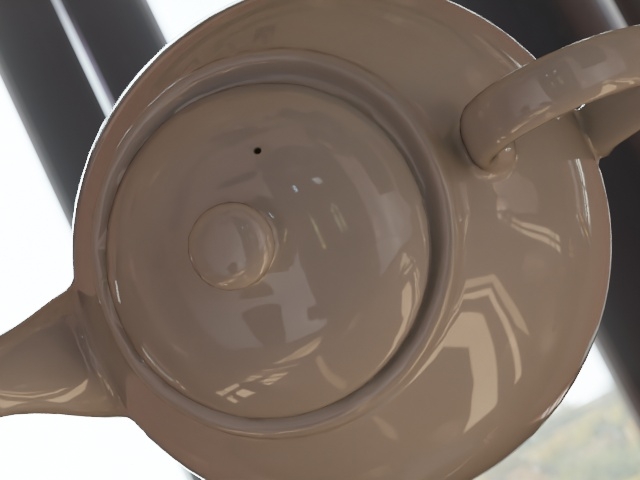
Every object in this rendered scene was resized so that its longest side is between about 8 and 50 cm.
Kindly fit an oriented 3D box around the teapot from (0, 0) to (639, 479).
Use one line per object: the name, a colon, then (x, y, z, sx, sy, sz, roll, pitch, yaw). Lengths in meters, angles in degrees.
teapot: (0.000, 0.000, 0.779, 0.256, 0.252, 0.187, -70, -17, 4)
